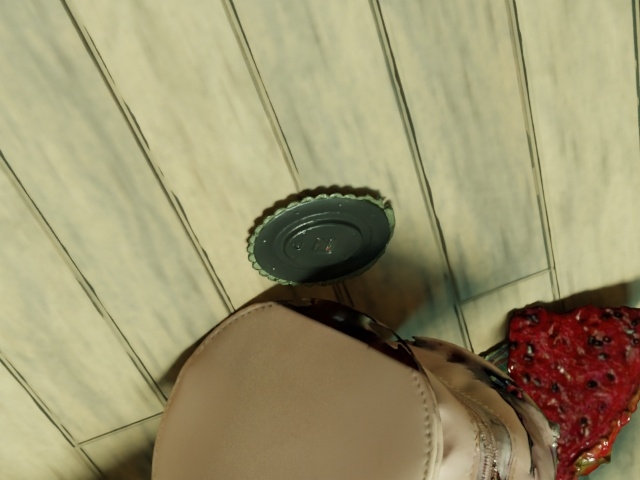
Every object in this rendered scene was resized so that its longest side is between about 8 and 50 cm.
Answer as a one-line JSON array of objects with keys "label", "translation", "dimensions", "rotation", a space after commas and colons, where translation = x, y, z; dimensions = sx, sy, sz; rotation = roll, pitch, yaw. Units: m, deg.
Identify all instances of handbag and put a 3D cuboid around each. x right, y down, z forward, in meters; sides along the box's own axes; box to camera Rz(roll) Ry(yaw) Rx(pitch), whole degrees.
[{"label": "handbag", "translation": [0.016, 0.126, 0.704], "dimensions": [0.116, 0.205, 0.179], "rotation": [32, 83, -47]}]

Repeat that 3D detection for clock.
[{"label": "clock", "translation": [0.000, 0.000, 0.690], "dimensions": [0.083, 0.010, 0.074], "rotation": [1, 137, -24]}]

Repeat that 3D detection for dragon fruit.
[{"label": "dragon fruit", "translation": [0.163, 0.107, 0.805], "dimensions": [0.097, 0.131, 0.063], "rotation": [4, 162, 5]}]

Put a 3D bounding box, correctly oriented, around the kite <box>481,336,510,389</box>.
[{"label": "kite", "translation": [0.063, 0.162, 0.908], "dimensions": [0.285, 0.015, 0.152], "rotation": [-35, 137, 14]}]
